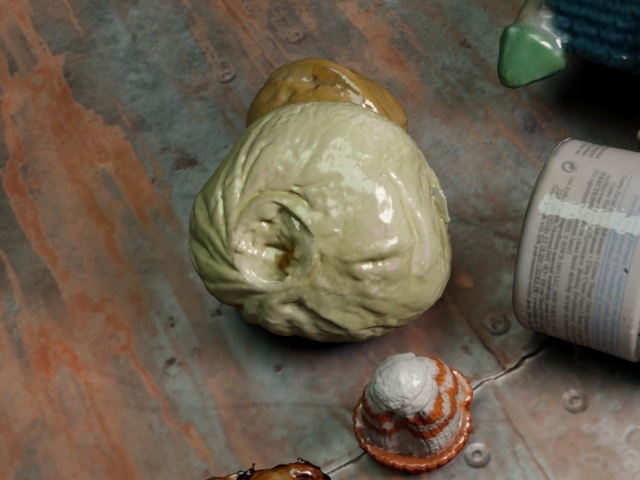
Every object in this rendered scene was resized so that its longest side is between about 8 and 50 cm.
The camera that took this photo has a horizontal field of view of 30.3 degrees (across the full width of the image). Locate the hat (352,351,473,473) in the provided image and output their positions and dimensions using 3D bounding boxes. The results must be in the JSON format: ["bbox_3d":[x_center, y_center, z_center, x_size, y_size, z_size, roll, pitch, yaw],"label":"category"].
[{"bbox_3d":[0.075,0.132,0.988,0.112,0.162,0.093,-27,57,-2],"label":"hat"}]

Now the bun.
[{"bbox_3d":[0.000,0.000,1.058,0.244,0.244,0.153,6,25,16],"label":"bun"}]

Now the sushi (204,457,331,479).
[{"bbox_3d":[-0.121,0.279,0.917,0.343,0.182,0.196,-18,47,-4],"label":"sushi"}]

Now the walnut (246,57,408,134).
[{"bbox_3d":[0.004,-0.111,1.187,0.166,0.149,0.166,-3,28,1],"label":"walnut"}]

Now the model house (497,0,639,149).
[{"bbox_3d":[0.341,-0.201,1.127,0.298,0.243,0.284,23,71,30],"label":"model house"}]

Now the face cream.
[{"bbox_3d":[0.263,0.010,1.021,0.153,0.177,0.177,17,61,23],"label":"face cream"}]
